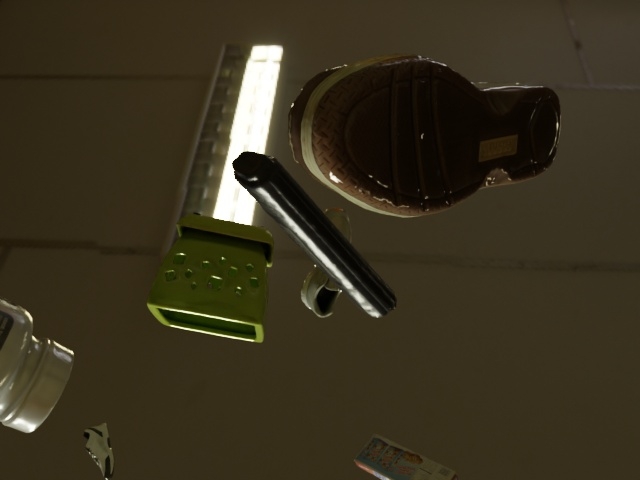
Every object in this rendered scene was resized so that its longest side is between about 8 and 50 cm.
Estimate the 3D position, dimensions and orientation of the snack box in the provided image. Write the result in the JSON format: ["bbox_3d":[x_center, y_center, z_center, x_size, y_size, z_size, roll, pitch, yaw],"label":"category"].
[{"bbox_3d":[0.141,0.384,1.161,0.178,0.022,0.064,12,-132,46],"label":"snack box"}]

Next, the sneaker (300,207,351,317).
[{"bbox_3d":[0.029,0.057,1.600,0.099,0.263,0.121,4,-162,-18],"label":"sneaker"}]

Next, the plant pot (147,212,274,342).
[{"bbox_3d":[-0.207,0.075,1.408,0.227,0.228,0.207,11,-107,-1],"label":"plant pot"}]

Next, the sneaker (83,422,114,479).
[{"bbox_3d":[-0.394,0.378,1.226,0.043,0.040,0.109,-3,-139,-31],"label":"sneaker"}]

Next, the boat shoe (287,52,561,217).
[{"bbox_3d":[0.062,-0.069,0.461,0.095,0.095,0.257,15,-167,41],"label":"boat shoe"}]

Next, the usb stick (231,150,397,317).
[{"bbox_3d":[0.000,0.000,0.795,0.045,0.278,0.077,-49,-143,-7],"label":"usb stick"}]

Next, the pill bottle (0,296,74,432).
[{"bbox_3d":[-0.512,0.140,0.940,0.318,0.176,0.176,35,-141,-27],"label":"pill bottle"}]
